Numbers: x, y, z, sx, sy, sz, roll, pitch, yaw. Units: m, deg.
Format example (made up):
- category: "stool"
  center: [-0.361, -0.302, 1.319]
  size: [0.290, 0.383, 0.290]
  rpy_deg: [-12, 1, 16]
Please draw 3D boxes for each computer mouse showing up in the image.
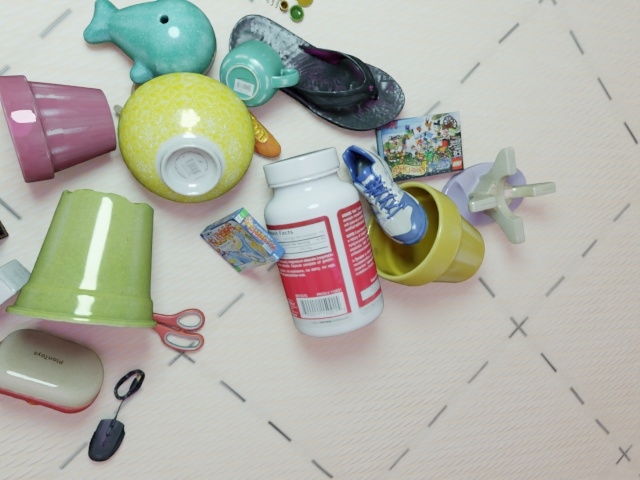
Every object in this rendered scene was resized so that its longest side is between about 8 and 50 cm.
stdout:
- category: "computer mouse"
  center: [-0.487, 0.422, 1.110]
  size: [0.071, 0.041, 0.242]
  rpy_deg: [23, 90, -18]

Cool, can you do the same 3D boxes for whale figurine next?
- category: "whale figurine"
  center: [-0.354, -0.431, 0.958]
  size: [0.272, 0.141, 0.216]
  rpy_deg: [18, 83, -3]

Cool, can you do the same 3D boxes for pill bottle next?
- category: "pill bottle"
  center: [0.000, 0.000, 1.097]
  size: [0.229, 0.229, 0.407]
  rpy_deg: [-17, 103, -14]

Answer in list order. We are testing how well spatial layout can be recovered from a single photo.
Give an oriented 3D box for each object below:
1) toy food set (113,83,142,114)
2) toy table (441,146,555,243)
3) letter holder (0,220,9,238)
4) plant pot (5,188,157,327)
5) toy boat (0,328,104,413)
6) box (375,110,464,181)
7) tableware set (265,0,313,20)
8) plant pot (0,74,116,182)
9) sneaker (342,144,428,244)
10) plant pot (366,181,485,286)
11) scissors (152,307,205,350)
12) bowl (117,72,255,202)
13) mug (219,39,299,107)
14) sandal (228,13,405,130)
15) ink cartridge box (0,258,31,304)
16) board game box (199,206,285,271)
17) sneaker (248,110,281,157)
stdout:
- category: "toy food set"
  center: [-0.355, -0.321, 1.038]
  size: [0.132, 0.038, 0.192]
  rpy_deg: [39, 82, -1]
- category: "toy table"
  center: [0.483, -0.125, 1.263]
  size: [0.274, 0.161, 0.252]
  rpy_deg: [-26, 105, -11]
- category: "letter holder"
  center: [-0.803, -0.001, 0.858]
  size: [0.302, 0.214, 0.152]
  rpy_deg: [-25, 104, -12]
- category: "plant pot"
  center: [-0.460, 0.037, 0.959]
  size: [0.276, 0.276, 0.253]
  rpy_deg: [10, 81, -18]
- category: "toy boat"
  center: [-0.607, 0.307, 1.022]
  size: [0.231, 0.151, 0.151]
  rpy_deg: [27, 120, -18]
- category: "box"
  center: [0.265, -0.249, 1.237]
  size: [0.233, 0.044, 0.159]
  rpy_deg: [-11, 101, -15]
- category: "tableware set"
  center: [-0.056, -0.607, 1.097]
  size: [0.104, 0.024, 0.154]
  rpy_deg: [25, 90, -19]
- category: "plant pot"
  center: [-0.523, -0.231, 0.933]
  size: [0.180, 0.201, 0.201]
  rpy_deg: [-18, 103, -30]
- category: "sneaker"
  center: [0.137, -0.109, 1.096]
  size: [0.112, 0.296, 0.131]
  rpy_deg: [-45, 142, 18]
- category: "plant pot"
  center: [0.283, 0.004, 1.189]
  size: [0.239, 0.254, 0.254]
  rpy_deg: [18, 93, -34]
- category: "scissors"
  center: [-0.419, 0.194, 1.107]
  size: [0.297, 0.021, 0.109]
  rpy_deg: [15, 93, -19]
- category: "bowl"
  center: [-0.271, -0.180, 0.965]
  size: [0.290, 0.156, 0.289]
  rpy_deg: [-9, 130, -11]
- category: "mug"
  center: [-0.143, -0.363, 1.009]
  size: [0.158, 0.097, 0.129]
  rpy_deg: [-20, 118, 28]
- category: "sandal"
  center: [0.000, -0.383, 1.088]
  size: [0.446, 0.107, 0.167]
  rpy_deg: [18, 92, -14]
- category: "ink cartridge box"
  center: [-0.726, 0.170, 0.883]
  size: [0.296, 0.261, 0.066]
  rpy_deg: [-40, 106, -7]
- category: "board game box"
  center: [-0.182, 0.004, 1.059]
  size: [0.136, 0.201, 0.035]
  rpy_deg: [47, 58, -17]
- category: "sneaker"
  center: [-0.162, -0.259, 1.094]
  size: [0.175, 0.067, 0.064]
  rpy_deg: [40, 84, -20]
